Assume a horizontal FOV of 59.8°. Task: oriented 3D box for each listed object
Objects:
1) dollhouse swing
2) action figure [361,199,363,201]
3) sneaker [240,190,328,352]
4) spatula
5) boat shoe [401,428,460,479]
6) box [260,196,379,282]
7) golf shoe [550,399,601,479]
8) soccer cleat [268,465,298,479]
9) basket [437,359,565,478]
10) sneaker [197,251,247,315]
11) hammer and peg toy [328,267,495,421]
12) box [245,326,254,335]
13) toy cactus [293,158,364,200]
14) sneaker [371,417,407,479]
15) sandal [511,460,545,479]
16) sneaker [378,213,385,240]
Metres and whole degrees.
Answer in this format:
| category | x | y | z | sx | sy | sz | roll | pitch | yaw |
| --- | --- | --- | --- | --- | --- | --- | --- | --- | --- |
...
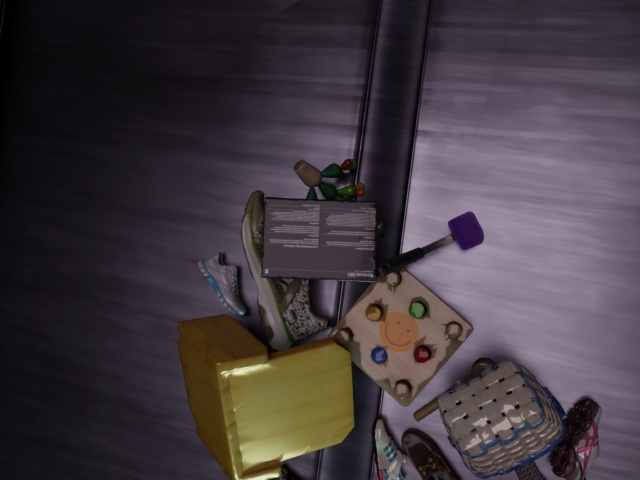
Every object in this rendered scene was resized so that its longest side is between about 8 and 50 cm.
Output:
| category | x | y | z | sx | sy | sz | roll | pitch | yaw |
| --- | --- | --- | --- | --- | --- | --- | --- | --- | --- |
| dollhouse swing | -0.132 | 0.347 | 1.352 | 0.315 | 0.304 | 0.347 | 27 | 128 | 50 |
| action figure | 0.063 | -0.058 | 1.360 | 0.115 | 0.030 | 0.038 | -35 | 57 | -2 |
| sneaker | -0.081 | 0.066 | 1.409 | 0.182 | 0.158 | 0.411 | -14 | 89 | 2 |
| spatula | 0.261 | 0.016 | 1.306 | 0.296 | 0.030 | 0.084 | -24 | 80 | -15 |
| boat shoe | 0.268 | 0.538 | 1.310 | 0.073 | 0.073 | 0.207 | -46 | 76 | 10 |
| box | 0.000 | 0.000 | 1.288 | 0.261 | 0.103 | 0.185 | 3 | 86 | 2 |
| golf shoe | 0.588 | 0.449 | 1.247 | 0.085 | 0.067 | 0.186 | 23 | 91 | -12 |
| soccer cleat | -0.084 | 0.614 | 1.399 | 0.178 | 0.060 | 0.072 | 8 | 87 | 17 |
| basket | 0.391 | 0.384 | 1.193 | 0.254 | 0.289 | 0.201 | -30 | 46 | 8 |
| sneaker | -0.243 | 0.110 | 1.471 | 0.083 | 0.071 | 0.191 | -38 | 79 | 3 |
| hammer and peg toy | 0.222 | 0.258 | 1.311 | 0.361 | 0.127 | 0.266 | 42 | 96 | 13 |
| box | -0.228 | 0.300 | 1.472 | 0.137 | 0.027 | 0.094 | -26 | 79 | 11 |
| toy cactus | 0.008 | -0.128 | 1.378 | 0.219 | 0.180 | 0.112 | -51 | 32 | 1 |
| sneaker | 0.169 | 0.510 | 1.352 | 0.075 | 0.057 | 0.161 | -6 | 83 | -3 |
| sandal | 0.487 | 0.556 | 1.276 | 0.067 | 0.040 | 0.179 | -23 | 66 | 6 |
| sneaker | 0.073 | 0.001 | 1.388 | 0.192 | 0.086 | 0.064 | -21 | 52 | 6 |
